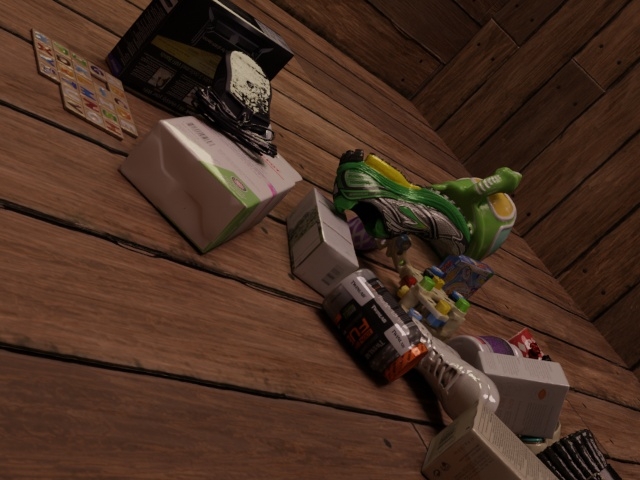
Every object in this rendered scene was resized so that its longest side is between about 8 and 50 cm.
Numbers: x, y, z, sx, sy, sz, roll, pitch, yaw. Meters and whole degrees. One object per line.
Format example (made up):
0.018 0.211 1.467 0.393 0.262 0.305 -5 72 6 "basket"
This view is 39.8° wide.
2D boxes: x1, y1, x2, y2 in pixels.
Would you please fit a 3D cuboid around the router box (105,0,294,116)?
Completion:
-0.241 -0.377 1.813 0.309 0.243 0.081 24 27 -49 "router box"

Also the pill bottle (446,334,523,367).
0.356 0.260 1.905 0.193 0.108 0.108 9 39 -48 "pill bottle"

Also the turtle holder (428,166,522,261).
0.431 -0.085 2.498 0.227 0.320 0.243 -13 32 -26 "turtle holder"

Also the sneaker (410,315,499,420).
0.210 0.238 1.653 0.169 0.108 0.292 36 2 -19 "sneaker"

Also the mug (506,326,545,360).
0.501 0.324 2.176 0.169 0.150 0.113 53 -17 11 "mug"

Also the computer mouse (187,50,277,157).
-0.160 -0.261 1.651 0.188 0.072 0.272 37 30 -24 "computer mouse"

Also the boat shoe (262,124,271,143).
-0.157 -0.244 1.990 0.083 0.065 0.183 36 21 -30 "boat shoe"

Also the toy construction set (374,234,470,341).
0.211 0.098 1.944 0.215 0.151 0.327 23 34 -35 "toy construction set"

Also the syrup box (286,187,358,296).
0.000 0.000 1.754 0.096 0.093 0.237 37 19 -21 "syrup box"

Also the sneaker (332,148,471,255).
0.166 -0.048 1.862 0.344 0.146 0.134 27 -20 -19 "sneaker"

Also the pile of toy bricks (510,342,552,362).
0.482 0.337 2.055 0.118 0.105 0.212 -2 34 -9 "pile of toy bricks"

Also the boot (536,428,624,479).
0.570 0.461 1.646 0.131 0.348 0.260 77 -12 -52 "boot"

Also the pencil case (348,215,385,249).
0.125 -0.027 2.100 0.086 0.088 0.206 49 19 8 "pencil case"

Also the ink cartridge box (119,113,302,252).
-0.178 -0.117 1.577 0.207 0.119 0.353 45 18 3 "ink cartridge box"

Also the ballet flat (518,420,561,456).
0.455 0.431 1.855 0.086 0.086 0.248 50 20 16 "ballet flat"

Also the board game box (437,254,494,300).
0.339 0.101 2.212 0.201 0.136 0.035 18 32 -54 "board game box"

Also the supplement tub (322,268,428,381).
0.101 0.155 1.598 0.190 0.117 0.117 50 18 18 "supplement tub"

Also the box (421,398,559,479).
0.326 0.433 1.472 0.311 0.121 0.148 46 18 4 "box"

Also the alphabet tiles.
-0.417 -0.270 1.571 0.198 0.009 0.237 30 23 -40 "alphabet tiles"

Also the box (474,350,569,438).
0.389 0.308 1.765 0.171 0.130 0.091 9 23 -3 "box"
